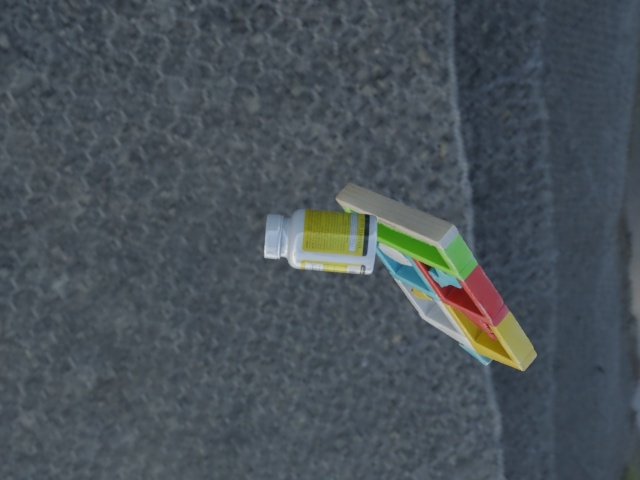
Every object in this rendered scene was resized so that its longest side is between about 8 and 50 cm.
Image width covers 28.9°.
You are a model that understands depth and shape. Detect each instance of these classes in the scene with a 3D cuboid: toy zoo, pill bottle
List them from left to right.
[{"bbox_3d":[0.000,0.000,1.313,0.116,0.065,0.065,5,138,-2],"label":"pill bottle"},{"bbox_3d":[0.151,0.058,1.506,0.030,0.192,0.293,-48,128,-13],"label":"toy zoo"}]
